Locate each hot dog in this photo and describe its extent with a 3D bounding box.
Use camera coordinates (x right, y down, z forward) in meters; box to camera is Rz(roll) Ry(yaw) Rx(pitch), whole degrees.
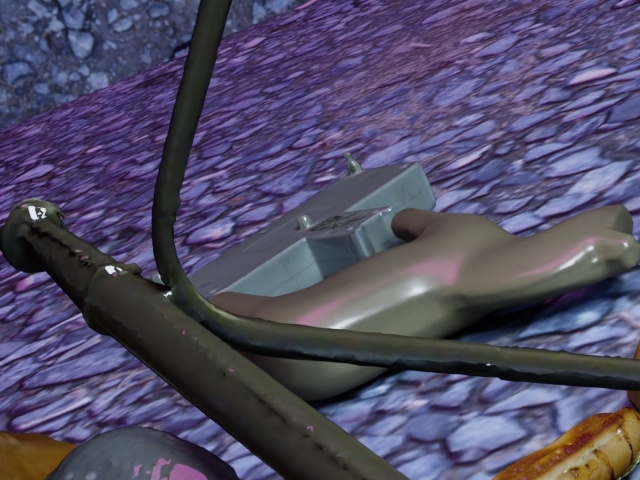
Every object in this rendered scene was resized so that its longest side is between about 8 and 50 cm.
[{"bbox_3d":[0.106,0.111,0.824,0.122,0.037,0.049,-26,3,-29],"label":"hot dog"}]

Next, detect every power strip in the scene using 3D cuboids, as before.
[{"bbox_3d":[0.000,0.000,1.306,0.215,0.061,0.145,-35,18,-34],"label":"power strip"}]

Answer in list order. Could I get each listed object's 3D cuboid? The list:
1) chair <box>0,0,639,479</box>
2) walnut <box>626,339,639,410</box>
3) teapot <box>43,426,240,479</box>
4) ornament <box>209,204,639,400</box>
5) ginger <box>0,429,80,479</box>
[{"bbox_3d":[0.145,-0.034,0.530,0.361,0.365,0.410,8,26,-23],"label":"chair"},{"bbox_3d":[0.199,0.044,0.876,0.121,0.052,0.091,-15,14,21],"label":"walnut"},{"bbox_3d":[-0.078,0.173,0.552,0.305,0.223,0.285,-11,12,47],"label":"teapot"},{"bbox_3d":[0.066,0.028,1.110,0.230,0.061,0.245,-25,14,-15],"label":"ornament"},{"bbox_3d":[-0.195,0.136,0.808,0.165,0.321,0.172,122,172,-59],"label":"ginger"}]
